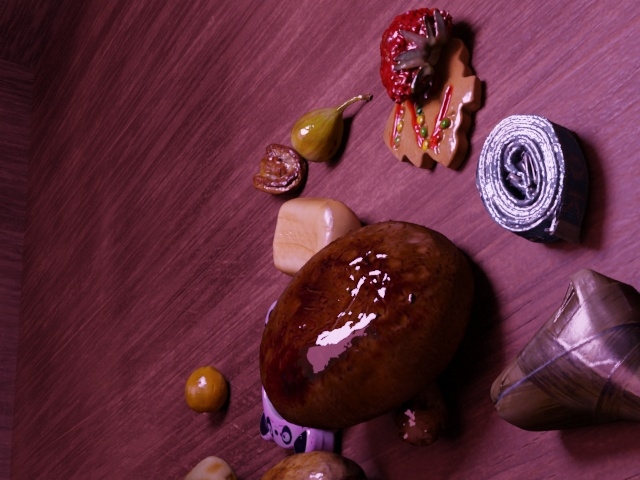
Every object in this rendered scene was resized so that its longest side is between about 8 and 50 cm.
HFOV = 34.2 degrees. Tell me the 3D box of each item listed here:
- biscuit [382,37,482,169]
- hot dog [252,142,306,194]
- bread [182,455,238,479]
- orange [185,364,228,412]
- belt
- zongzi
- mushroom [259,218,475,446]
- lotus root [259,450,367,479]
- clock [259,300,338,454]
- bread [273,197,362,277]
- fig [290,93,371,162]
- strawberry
[{"bbox_3d":[0.166,-0.197,1.627,0.238,0.041,0.212,-22,62,55],"label":"biscuit"},{"bbox_3d":[-0.082,-0.135,2.011,0.147,0.065,0.099,24,90,62],"label":"hot dog"},{"bbox_3d":[-0.182,0.506,1.873,0.268,0.130,0.152,55,130,54],"label":"bread"},{"bbox_3d":[-0.227,0.297,2.074,0.085,0.085,0.095,-15,68,58],"label":"orange"},{"bbox_3d":[0.276,-0.079,1.347,0.147,0.082,0.163,1,77,50],"label":"belt"},{"bbox_3d":[0.308,0.185,1.159,0.221,0.112,0.242,-56,37,30],"label":"zongzi"},{"bbox_3d":[0.063,0.115,1.492,0.239,0.345,0.345,72,178,-45],"label":"mushroom"},{"bbox_3d":[-0.019,0.405,1.618,0.145,0.128,0.260,57,144,-2],"label":"lotus root"},{"bbox_3d":[-0.025,0.233,1.747,0.227,0.090,0.248,9,89,61],"label":"clock"},{"bbox_3d":[0.000,0.000,1.779,0.217,0.098,0.147,15,93,63],"label":"bread"},{"bbox_3d":[0.023,-0.212,1.869,0.166,0.093,0.093,-41,37,5],"label":"fig"},{"bbox_3d":[0.124,-0.295,1.640,0.167,0.087,0.208,-66,18,-5],"label":"strawberry"}]
